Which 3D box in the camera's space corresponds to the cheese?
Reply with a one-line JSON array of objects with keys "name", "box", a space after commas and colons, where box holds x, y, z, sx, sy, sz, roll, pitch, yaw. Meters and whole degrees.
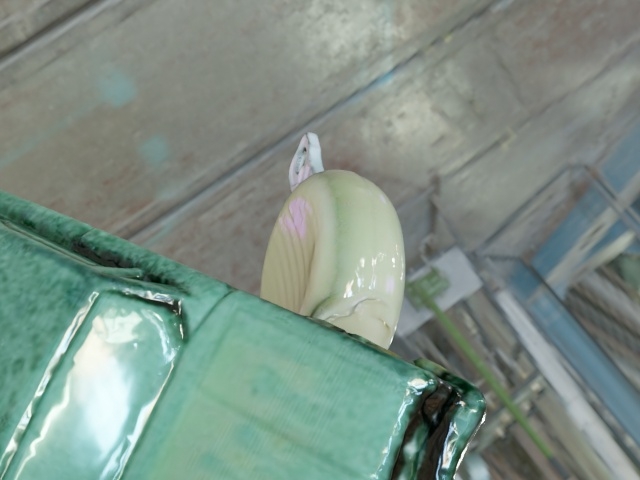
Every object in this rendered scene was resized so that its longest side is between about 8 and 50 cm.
[{"name": "cheese", "box": [0.000, 0.000, 0.795, 0.064, 0.227, 0.137, 15, 124, -21]}]

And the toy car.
[{"name": "toy car", "box": [-0.101, 0.062, 0.442, 0.097, 0.321, 0.141, 37, 76, -51]}]
